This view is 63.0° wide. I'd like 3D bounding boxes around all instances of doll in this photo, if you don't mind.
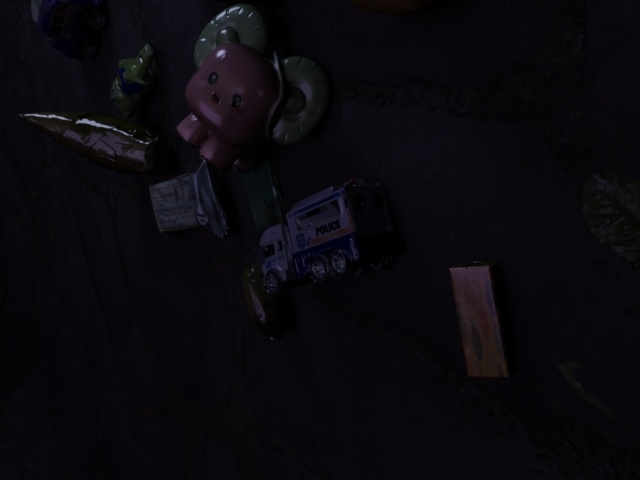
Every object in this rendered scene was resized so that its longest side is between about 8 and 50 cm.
[{"bbox_3d":[-0.137,-0.268,0.979,0.284,0.216,0.268,45,107,6],"label":"doll"}]

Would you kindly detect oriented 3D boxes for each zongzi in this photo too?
[{"bbox_3d":[-0.555,-0.253,1.308,0.274,0.300,0.145,20,96,42],"label":"zongzi"}]

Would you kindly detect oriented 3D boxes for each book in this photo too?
[{"bbox_3d":[-0.119,-0.095,1.103,0.103,0.017,0.134,-12,93,48],"label":"book"}]

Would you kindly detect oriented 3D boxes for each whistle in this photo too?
[{"bbox_3d":[-0.476,-0.408,1.332,0.227,0.085,0.105,-38,68,44],"label":"whistle"}]

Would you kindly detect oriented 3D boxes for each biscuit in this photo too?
[{"bbox_3d":[-0.327,-0.086,1.277,0.309,0.079,0.185,-7,98,46],"label":"biscuit"}]

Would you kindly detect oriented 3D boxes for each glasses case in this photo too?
[{"bbox_3d":[0.241,0.117,0.776,0.065,0.041,0.169,-8,95,35],"label":"glasses case"}]

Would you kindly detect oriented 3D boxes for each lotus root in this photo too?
[{"bbox_3d":[-0.116,0.129,1.119,0.089,0.081,0.179,-35,71,59],"label":"lotus root"}]

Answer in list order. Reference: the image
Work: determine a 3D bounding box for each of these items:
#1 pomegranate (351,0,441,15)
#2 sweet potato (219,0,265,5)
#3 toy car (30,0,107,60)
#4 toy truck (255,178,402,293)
[{"bbox_3d":[0.099,-0.394,0.667,0.207,0.207,0.207,15,112,43],"label":"pomegranate"},{"bbox_3d":[-0.083,-0.487,0.881,0.423,0.131,0.130,-3,99,52],"label":"sweet potato"},{"bbox_3d":[-0.716,-0.631,1.463,0.172,0.158,0.235,57,134,19],"label":"toy car"},{"bbox_3d":[0.000,0.000,0.934,0.268,0.124,0.155,-19,80,45],"label":"toy truck"}]
